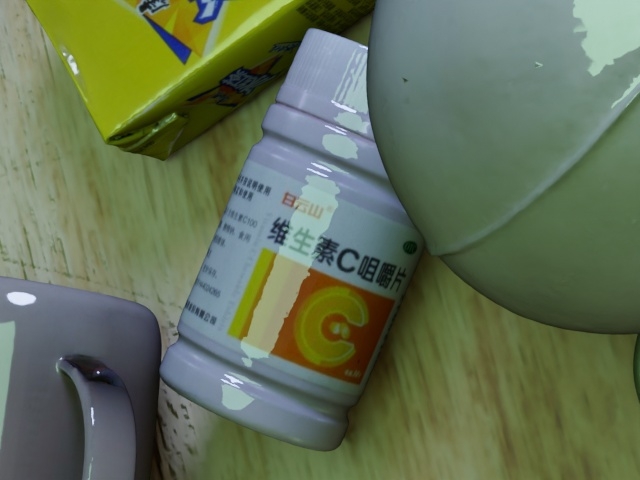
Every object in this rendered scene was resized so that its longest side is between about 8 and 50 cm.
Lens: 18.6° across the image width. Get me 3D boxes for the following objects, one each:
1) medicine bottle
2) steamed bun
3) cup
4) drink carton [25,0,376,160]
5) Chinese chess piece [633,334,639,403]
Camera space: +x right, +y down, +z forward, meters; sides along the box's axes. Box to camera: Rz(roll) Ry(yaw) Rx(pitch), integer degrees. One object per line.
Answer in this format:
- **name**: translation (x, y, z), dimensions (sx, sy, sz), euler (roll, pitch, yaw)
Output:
- **medicine bottle**: translation (0.000, 0.000, 1.268), dimensions (0.133, 0.133, 0.250), euler (24, 91, 20)
- **steamed bun**: translation (0.190, -0.122, 1.093), dimensions (0.334, 0.334, 0.374), euler (11, 45, 20)
- **cup**: translation (-0.187, 0.129, 1.265), dimensions (0.253, 0.191, 0.200), euler (0, 79, 60)
- **drink carton**: translation (-0.023, -0.214, 1.309), dimensions (0.351, 0.111, 0.154), euler (-34, 74, 12)
- **Chinese chess piece**: translation (0.265, 0.078, 1.206), dimensions (0.144, 0.058, 0.144), euler (-2, 83, 18)
